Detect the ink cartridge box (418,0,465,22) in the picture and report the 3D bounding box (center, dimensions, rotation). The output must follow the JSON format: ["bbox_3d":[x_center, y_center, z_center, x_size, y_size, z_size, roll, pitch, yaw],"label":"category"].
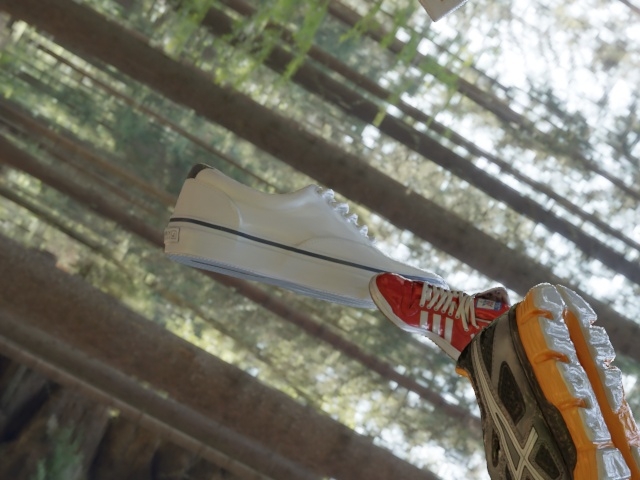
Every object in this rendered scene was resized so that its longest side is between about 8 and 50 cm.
[{"bbox_3d":[0.230,-0.433,1.139,0.371,0.176,0.069,-36,-176,14],"label":"ink cartridge box"}]

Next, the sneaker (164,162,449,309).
[{"bbox_3d":[0.000,0.000,0.839,0.094,0.258,0.091,-10,-114,67],"label":"sneaker"}]

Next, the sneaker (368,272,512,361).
[{"bbox_3d":[0.098,0.050,0.747,0.067,0.118,0.042,-40,-155,44],"label":"sneaker"}]

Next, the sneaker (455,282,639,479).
[{"bbox_3d":[0.138,0.135,0.548,0.083,0.084,0.215,-33,-121,39],"label":"sneaker"}]
